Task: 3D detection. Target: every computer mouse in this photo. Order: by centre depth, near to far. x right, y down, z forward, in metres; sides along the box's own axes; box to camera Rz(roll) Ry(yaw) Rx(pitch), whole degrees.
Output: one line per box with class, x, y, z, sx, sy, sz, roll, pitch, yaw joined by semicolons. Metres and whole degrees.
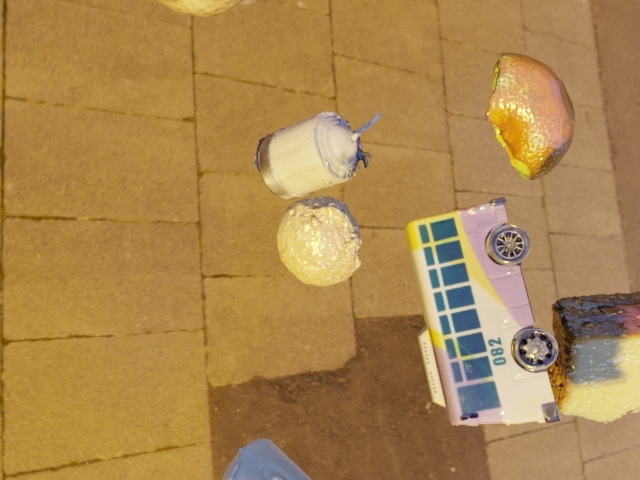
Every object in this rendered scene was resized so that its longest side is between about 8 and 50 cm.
computer mouse;-0.015;0.305;0.638;0.230;0.079;0.128;59;19;-3

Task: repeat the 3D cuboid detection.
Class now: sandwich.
sandwich;0.643;0.262;1.400;0.262;0.131;0.325;-7;127;2

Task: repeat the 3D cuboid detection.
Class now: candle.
candle;0.006;-0.222;1.558;0.187;0.330;0.187;19;64;-45

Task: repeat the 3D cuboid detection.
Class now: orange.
orange;0.543;-0.333;1.632;0.334;0.196;0.262;60;23;-11

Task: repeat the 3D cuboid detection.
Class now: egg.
egg;0.000;0.000;0.837;0.140;0.118;0.116;69;28;-52

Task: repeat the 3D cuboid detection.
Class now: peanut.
peanut;-0.193;-0.473;1.107;0.325;0.140;0.153;-35;100;-57

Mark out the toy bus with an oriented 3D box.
toy bus;0.319;0.160;1.295;0.249;0.209;0.439;-13;80;5
